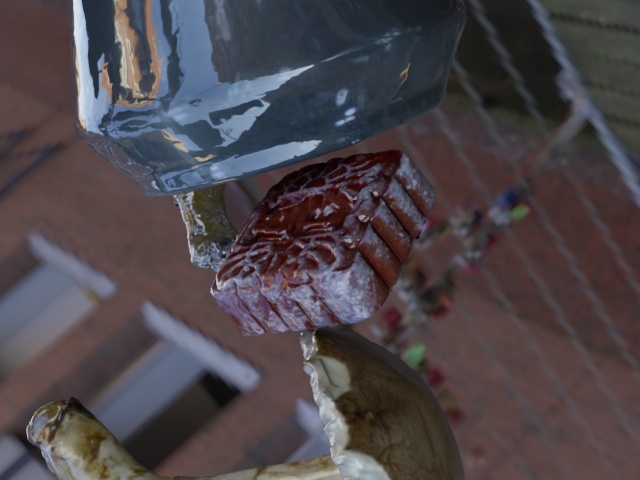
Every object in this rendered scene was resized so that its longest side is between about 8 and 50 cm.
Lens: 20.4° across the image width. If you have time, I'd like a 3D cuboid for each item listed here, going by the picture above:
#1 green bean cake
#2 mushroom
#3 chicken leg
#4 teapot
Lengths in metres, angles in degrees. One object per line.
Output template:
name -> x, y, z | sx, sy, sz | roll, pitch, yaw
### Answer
green bean cake -> 0.000, 0.000, 1.231 | 0.135, 0.135, 0.056 | -8, 130, 39
mushroom -> -0.026, 0.187, 1.298 | 0.302, 0.208, 0.233 | -20, 77, 34
chicken leg -> -0.119, -0.065, 1.720 | 0.125, 0.080, 0.196 | 25, -140, -28
teapot -> -0.040, -0.250, 1.324 | 0.305, 0.376, 0.361 | 9, 118, 70
